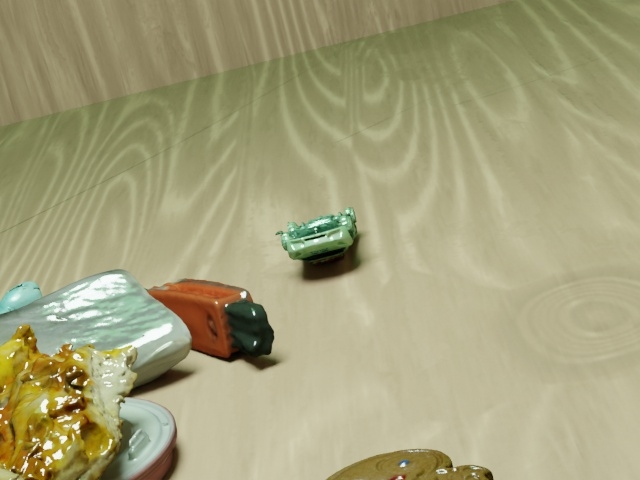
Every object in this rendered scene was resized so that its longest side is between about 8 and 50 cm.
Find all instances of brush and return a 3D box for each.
[{"bbox_3d":[-0.141,0.078,1.674,0.051,0.070,0.323,-21,17,-31],"label":"brush"}]

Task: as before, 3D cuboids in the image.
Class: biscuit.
[{"bbox_3d":[0.072,0.203,1.195,0.175,0.026,0.124,3,25,44],"label":"biscuit"}]

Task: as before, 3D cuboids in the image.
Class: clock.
[{"bbox_3d":[-0.250,0.206,1.392,0.244,0.056,0.244,-14,17,4],"label":"clock"}]

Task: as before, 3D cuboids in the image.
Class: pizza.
[{"bbox_3d":[-0.254,0.155,1.334,0.182,0.074,0.365,-21,20,6],"label":"pizza"}]

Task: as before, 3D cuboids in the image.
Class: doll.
[{"bbox_3d":[-0.372,0.102,1.799,0.159,0.059,0.158,-7,21,27],"label":"doll"}]

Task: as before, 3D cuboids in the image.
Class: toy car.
[{"bbox_3d":[0.000,0.000,1.819,0.093,0.058,0.186,-14,6,5],"label":"toy car"}]

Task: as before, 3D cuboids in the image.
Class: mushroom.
[{"bbox_3d":[-0.314,0.123,1.568,0.328,0.122,0.159,-16,8,-25],"label":"mushroom"}]
